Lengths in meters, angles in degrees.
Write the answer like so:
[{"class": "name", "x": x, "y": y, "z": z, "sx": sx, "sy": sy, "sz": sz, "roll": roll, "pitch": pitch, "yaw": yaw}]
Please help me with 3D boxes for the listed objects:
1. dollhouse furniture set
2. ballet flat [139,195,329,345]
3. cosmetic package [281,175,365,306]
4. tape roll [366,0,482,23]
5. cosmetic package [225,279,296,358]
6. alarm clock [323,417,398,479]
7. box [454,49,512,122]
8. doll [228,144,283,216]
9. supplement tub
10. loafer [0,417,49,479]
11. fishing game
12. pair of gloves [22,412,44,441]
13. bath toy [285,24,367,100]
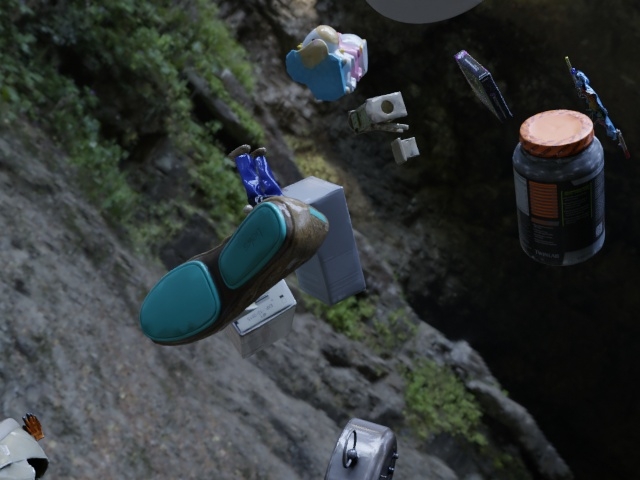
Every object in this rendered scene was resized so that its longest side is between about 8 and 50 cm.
[{"class": "dollhouse furniture set", "x": 0.131, "y": -0.243, "z": 1.966, "sx": 0.182, "sy": 0.101, "sz": 0.161, "roll": -21, "pitch": -94, "yaw": 68}, {"class": "ballet flat", "x": -0.110, "y": 0.049, "z": 1.127, "sx": 0.124, "sy": 0.342, "sz": 0.116, "roll": 2, "pitch": 57, "yaw": -47}, {"class": "cosmetic package", "x": 0.000, "y": 0.000, "z": 1.685, "sx": 0.127, "sy": 0.107, "sz": 0.238, "roll": 28, "pitch": -46, "yaw": 53}, {"class": "tape roll", "x": 0.159, "y": -0.478, "z": 1.251, "sx": 0.246, "sy": 0.246, "sz": 0.169, "roll": 47, "pitch": 27, "yaw": -53}, {"class": "cosmetic package", "x": -0.143, "y": 0.130, "z": 1.685, "sx": 0.153, "sy": 0.129, "sz": 0.296, "roll": 57, "pitch": -12, "yaw": 13}, {"class": "alarm clock", "x": 0.042, "y": 0.254, "z": 0.893, "sx": 0.064, "sy": 0.129, "sz": 0.192, "roll": 12, "pitch": -32, "yaw": 19}, {"class": "box", "x": 0.340, "y": -0.325, "z": 1.732, "sx": 0.116, "sy": 0.029, "sz": 0.162, "roll": 53, "pitch": 8, "yaw": -29}, {"class": "doll", "x": -0.076, "y": -0.051, "z": 1.249, "sx": 0.129, "sy": 0.046, "sz": 0.189, "roll": 3, "pitch": 61, "yaw": -50}, {"class": "supplement tub", "x": 0.321, "y": -0.071, "z": 1.110, "sx": 0.117, "sy": 0.117, "sz": 0.190, "roll": 25, "pitch": -40, "yaw": 41}, {"class": "loafer", "x": -0.406, "y": 0.302, "z": 1.015, "sx": 0.092, "sy": 0.102, "sz": 0.268, "roll": 27, "pitch": 12, "yaw": -3}, {"class": "fishing game", "x": 0.642, "y": -0.313, "z": 1.947, "sx": 0.189, "sy": 0.041, "sz": 0.264, "roll": 38, "pitch": 26, "yaw": -55}, {"class": "pair of gloves", "x": -0.660, "y": 0.425, "z": 1.829, "sx": 0.010, "sy": 0.083, "sz": 0.074, "roll": 24, "pitch": -46, "yaw": 57}, {"class": "bath toy", "x": 0.021, "y": -0.401, "z": 1.824, "sx": 0.129, "sy": 0.151, "sz": 0.348, "roll": -1, "pitch": 18, "yaw": 12}]
